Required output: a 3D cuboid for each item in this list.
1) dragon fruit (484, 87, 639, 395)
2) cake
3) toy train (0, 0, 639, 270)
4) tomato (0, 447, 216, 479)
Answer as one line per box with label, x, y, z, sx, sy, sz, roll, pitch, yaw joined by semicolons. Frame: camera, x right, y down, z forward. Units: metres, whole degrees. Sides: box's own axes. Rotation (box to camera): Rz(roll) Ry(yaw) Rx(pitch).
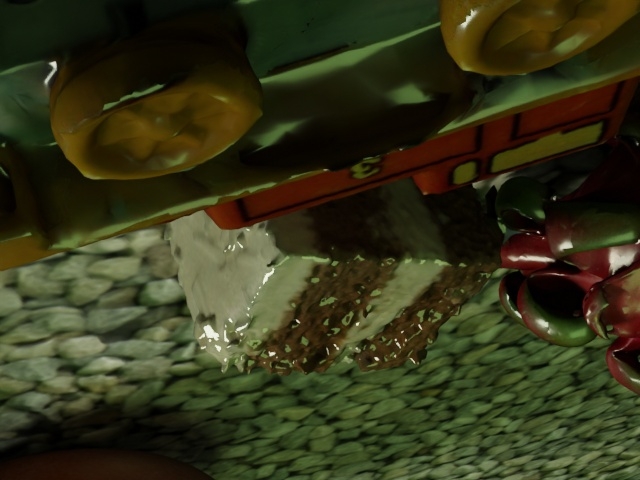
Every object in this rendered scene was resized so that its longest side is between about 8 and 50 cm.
dragon fruit;0.228;0.009;0.734;0.273;0.198;0.218;-28;122;16
cake;0.000;0.000;0.674;0.147;0.134;0.135;-4;146;-33
toy train;0.016;-0.101;0.498;0.369;0.163;0.231;-17;158;0
tomato;-0.185;0.319;0.969;0.321;0.321;0.321;-12;150;-7
